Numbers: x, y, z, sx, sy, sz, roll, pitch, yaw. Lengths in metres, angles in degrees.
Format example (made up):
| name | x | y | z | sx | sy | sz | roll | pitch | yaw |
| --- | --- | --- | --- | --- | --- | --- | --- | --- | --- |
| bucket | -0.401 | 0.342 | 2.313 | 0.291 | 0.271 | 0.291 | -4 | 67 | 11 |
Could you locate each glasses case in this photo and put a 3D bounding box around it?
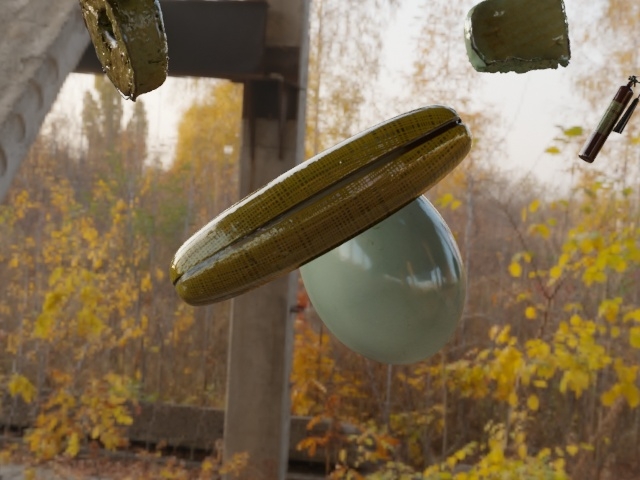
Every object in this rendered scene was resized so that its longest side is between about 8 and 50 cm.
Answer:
| name | x | y | z | sx | sy | sz | roll | pitch | yaw |
| --- | --- | --- | --- | --- | --- | --- | --- | --- | --- |
| glasses case | 0.000 | -0.024 | 0.564 | 0.234 | 0.064 | 0.079 | -30 | -12 | 0 |

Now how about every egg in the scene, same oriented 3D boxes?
| name | x | y | z | sx | sy | sz | roll | pitch | yaw |
| --- | --- | --- | --- | --- | --- | --- | --- | --- | --- |
| egg | 0.065 | 0.020 | 0.941 | 0.183 | 0.264 | 0.183 | -26 | -14 | -7 |

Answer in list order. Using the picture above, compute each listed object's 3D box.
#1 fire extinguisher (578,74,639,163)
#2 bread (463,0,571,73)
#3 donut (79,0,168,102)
| name | x | y | z | sx | sy | sz | roll | pitch | yaw |
| --- | --- | --- | --- | --- | --- | --- | --- | --- | --- |
| fire extinguisher | 0.498 | -0.209 | 1.351 | 0.035 | 0.173 | 0.049 | 28 | 4 | -18 |
| bread | 0.313 | -0.325 | 1.210 | 0.172 | 0.232 | 0.064 | 37 | -17 | -6 |
| donut | -0.345 | -0.385 | 1.433 | 0.107 | 0.272 | 0.272 | -23 | 12 | -19 |
